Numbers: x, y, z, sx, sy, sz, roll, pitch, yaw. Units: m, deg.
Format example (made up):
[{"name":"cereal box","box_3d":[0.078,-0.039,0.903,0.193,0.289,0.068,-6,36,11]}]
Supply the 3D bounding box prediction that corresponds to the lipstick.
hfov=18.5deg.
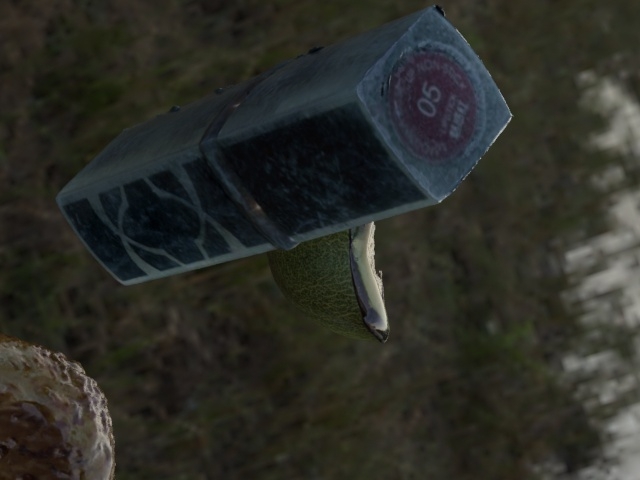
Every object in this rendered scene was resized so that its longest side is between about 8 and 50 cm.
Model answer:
[{"name":"lipstick","box_3d":[-0.030,-0.039,0.984,0.077,0.290,0.076,51,58,-16]}]

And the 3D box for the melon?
[{"name":"melon","box_3d":[0.000,0.000,1.524,0.079,0.128,0.160,9,78,-58]}]

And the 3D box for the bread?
[{"name":"bread","box_3d":[-0.210,0.132,1.151,0.193,0.193,0.064,56,8,-31]}]

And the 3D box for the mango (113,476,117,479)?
[{"name":"mango","box_3d":[-0.218,0.255,1.645,0.133,0.111,0.267,-28,101,-41]}]
